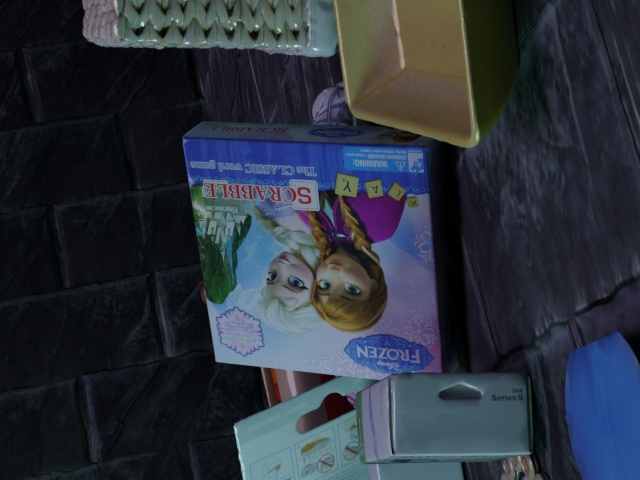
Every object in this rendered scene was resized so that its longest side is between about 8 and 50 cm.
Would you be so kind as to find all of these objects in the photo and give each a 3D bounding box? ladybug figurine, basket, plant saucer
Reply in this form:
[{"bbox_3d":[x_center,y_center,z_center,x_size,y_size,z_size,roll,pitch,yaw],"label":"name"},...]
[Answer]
[{"bbox_3d":[-0.019,0.192,2.277,0.305,0.162,0.449,143,115,-79],"label":"ladybug figurine"},{"bbox_3d":[-0.143,-0.385,1.569,0.331,0.266,0.328,-152,59,-70],"label":"basket"},{"bbox_3d":[0.098,-0.277,1.298,0.333,0.081,0.332,-151,51,-68],"label":"plant saucer"}]

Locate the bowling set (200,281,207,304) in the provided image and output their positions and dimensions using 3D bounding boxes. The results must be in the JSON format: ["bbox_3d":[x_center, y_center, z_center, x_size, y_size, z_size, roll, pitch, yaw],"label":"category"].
[{"bbox_3d":[-0.064,0.025,1.856,0.200,0.154,0.287,-43,42,33],"label":"bowling set"}]

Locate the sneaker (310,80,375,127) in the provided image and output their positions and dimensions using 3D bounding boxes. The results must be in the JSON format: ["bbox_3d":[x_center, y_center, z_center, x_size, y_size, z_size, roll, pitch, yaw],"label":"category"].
[{"bbox_3d":[0.011,-0.142,1.859,0.296,0.131,0.112,-116,17,-61],"label":"sneaker"}]

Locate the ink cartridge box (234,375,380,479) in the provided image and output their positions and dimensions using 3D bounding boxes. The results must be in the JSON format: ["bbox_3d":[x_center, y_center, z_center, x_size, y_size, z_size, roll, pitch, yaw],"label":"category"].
[{"bbox_3d":[0.007,0.351,1.868,0.091,0.308,0.385,28,131,50],"label":"ink cartridge box"}]

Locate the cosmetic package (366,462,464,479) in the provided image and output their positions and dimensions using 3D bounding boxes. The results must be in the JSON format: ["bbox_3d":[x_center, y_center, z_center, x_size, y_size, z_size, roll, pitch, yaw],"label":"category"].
[{"bbox_3d":[0.131,0.353,1.716,0.085,0.117,0.231,133,128,-77],"label":"cosmetic package"}]

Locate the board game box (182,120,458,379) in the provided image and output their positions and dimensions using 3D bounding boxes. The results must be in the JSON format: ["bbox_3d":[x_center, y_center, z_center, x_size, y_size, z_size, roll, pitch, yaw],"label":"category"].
[{"bbox_3d":[0.002,0.015,1.612,0.066,0.319,0.318,-47,-44,-56],"label":"board game box"}]

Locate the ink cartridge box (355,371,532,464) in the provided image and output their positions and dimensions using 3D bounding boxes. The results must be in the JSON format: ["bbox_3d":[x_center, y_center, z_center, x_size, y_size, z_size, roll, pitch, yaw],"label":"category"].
[{"bbox_3d":[0.132,0.199,1.448,0.212,0.154,0.093,121,148,-74],"label":"ink cartridge box"}]

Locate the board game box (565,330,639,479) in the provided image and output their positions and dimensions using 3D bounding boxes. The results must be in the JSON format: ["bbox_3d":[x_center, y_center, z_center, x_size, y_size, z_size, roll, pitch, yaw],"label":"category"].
[{"bbox_3d":[0.255,0.148,1.097,0.168,0.033,0.133,129,134,-71],"label":"board game box"}]

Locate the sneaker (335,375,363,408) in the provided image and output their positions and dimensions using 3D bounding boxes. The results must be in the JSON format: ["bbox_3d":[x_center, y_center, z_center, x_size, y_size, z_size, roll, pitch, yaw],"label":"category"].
[{"bbox_3d":[0.075,0.190,1.987,0.095,0.104,0.236,21,146,59],"label":"sneaker"}]

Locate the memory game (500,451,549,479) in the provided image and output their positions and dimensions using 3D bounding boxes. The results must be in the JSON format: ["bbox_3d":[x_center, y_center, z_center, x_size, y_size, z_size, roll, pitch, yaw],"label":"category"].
[{"bbox_3d":[0.233,0.310,1.436,0.186,0.012,0.186,170,90,-80],"label":"memory game"}]
